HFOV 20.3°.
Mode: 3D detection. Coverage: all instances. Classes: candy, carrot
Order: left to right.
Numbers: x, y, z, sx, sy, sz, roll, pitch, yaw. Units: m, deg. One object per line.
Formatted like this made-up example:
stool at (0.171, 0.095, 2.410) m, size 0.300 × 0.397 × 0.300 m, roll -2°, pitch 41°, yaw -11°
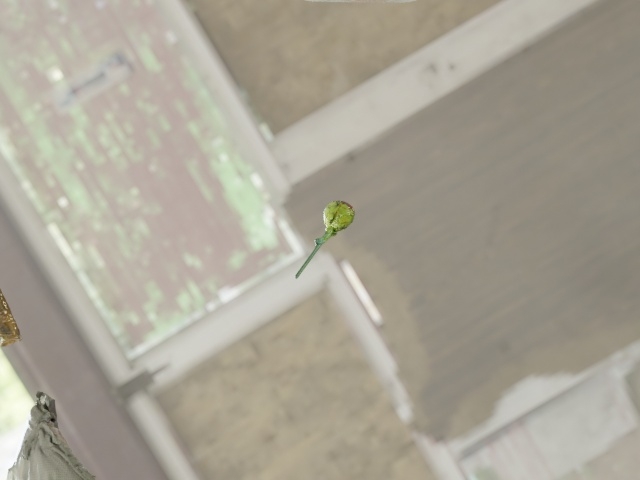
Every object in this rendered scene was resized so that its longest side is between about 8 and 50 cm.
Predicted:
carrot at (-0.410, 0.054, 2.150) m, size 0.042 × 0.170 × 0.042 m, roll -29°, pitch -12°, yaw -7°
candy at (0.000, 0.000, 2.098) m, size 0.123 × 0.035 × 0.035 m, roll -54°, pitch 16°, yaw -29°

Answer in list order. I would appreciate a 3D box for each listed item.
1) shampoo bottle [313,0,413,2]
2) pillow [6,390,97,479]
shampoo bottle at (-0.008, -0.176, 1.048) m, size 0.192 × 0.074 × 0.074 m, roll -6°, pitch -12°, yaw -39°
pillow at (-0.167, 0.226, 1.276) m, size 0.059 × 0.169 × 0.255 m, roll -12°, pitch 26°, yaw -27°
